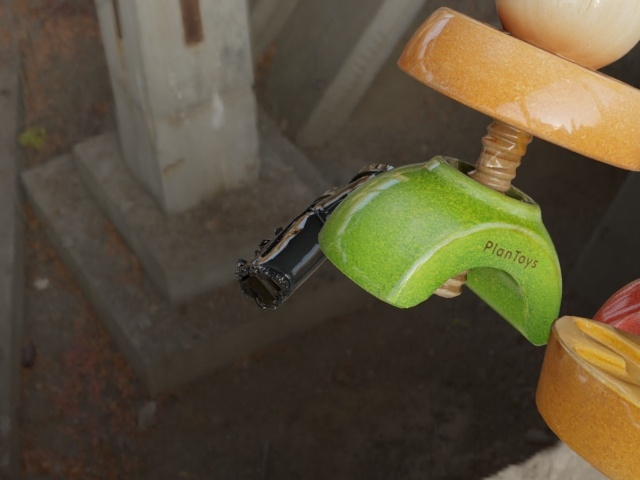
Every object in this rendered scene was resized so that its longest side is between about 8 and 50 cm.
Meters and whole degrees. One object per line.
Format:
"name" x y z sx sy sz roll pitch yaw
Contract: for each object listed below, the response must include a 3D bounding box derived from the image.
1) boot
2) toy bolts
"boot" 0.000 0.000 0.797 0.099 0.045 0.121 -42 13 -29
"toy bolts" 0.153 -0.010 0.452 0.228 0.158 0.218 15 17 -37
